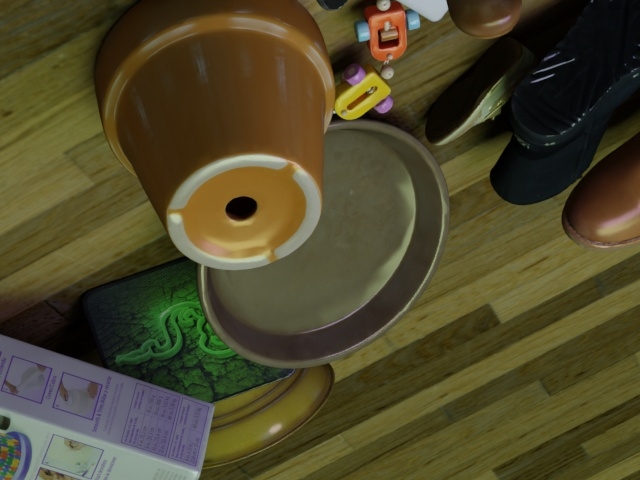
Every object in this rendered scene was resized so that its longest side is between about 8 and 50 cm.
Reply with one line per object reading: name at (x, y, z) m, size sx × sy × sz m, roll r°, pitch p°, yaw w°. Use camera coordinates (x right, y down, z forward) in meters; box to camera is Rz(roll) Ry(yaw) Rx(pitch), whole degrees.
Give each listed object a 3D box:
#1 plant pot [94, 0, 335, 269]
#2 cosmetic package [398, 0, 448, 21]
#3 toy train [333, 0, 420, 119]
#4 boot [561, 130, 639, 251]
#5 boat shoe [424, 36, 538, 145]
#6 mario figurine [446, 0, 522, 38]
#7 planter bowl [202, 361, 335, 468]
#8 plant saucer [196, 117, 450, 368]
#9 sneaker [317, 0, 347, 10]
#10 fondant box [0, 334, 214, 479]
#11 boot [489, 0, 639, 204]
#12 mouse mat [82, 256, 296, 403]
plant pot at (-0.078, -0.084, 1.476) m, size 0.205 × 0.188 × 0.205 m, roll -7°, pitch 134°, yaw -8°
cosmetic package at (-0.021, -0.344, 1.171) m, size 0.453 × 0.161 × 0.230 m, roll 21°, pitch 114°, yaw -48°
toy train at (0.009, -0.163, 1.597) m, size 0.166 × 0.046 × 0.125 m, roll -16°, pitch 133°, yaw -4°
boot at (0.366, -0.114, 1.760) m, size 0.283 × 0.109 × 0.220 m, roll -27°, pitch 156°, yaw -8°
boat shoe at (0.158, -0.138, 1.717) m, size 0.045 × 0.050 × 0.135 m, roll 20°, pitch 128°, yaw -41°
mario figurine at (0.128, -0.245, 1.116) m, size 0.170 × 0.198 × 0.320 m, roll 16°, pitch 156°, yaw 21°
planter bowl at (-0.101, 0.144, 1.879) m, size 0.217 × 0.217 × 0.090 m, roll -23°, pitch 112°, yaw -1°
plant saucer at (0.000, 0.000, 1.745) m, size 0.278 × 0.041 × 0.278 m, roll -14°, pitch 124°, yaw -22°
sneaker at (0.029, -0.232, 1.494) m, size 0.047 × 0.057 × 0.119 m, roll -5°, pitch 144°, yaw -30°
fondant box at (-0.298, 0.212, 1.760) m, size 0.330 × 0.096 × 0.238 m, roll 18°, pitch 135°, yaw -9°
boot at (0.268, -0.151, 1.735) m, size 0.246 × 0.094 × 0.207 m, roll -43°, pitch 168°, yaw -11°
mouse mat at (-0.132, 0.095, 1.797) m, size 0.189 × 0.153 × 0.007 m, roll -20°, pitch -178°, yaw -8°
